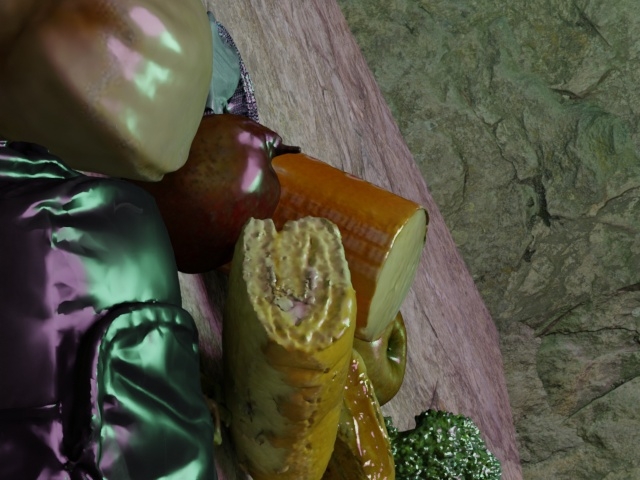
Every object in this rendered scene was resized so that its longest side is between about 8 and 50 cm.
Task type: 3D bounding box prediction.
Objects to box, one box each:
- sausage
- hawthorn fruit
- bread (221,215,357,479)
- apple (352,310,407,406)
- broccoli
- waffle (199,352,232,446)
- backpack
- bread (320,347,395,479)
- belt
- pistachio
[{"bbox_3d":[0.000,0.000,1.949,0.233,0.287,0.233,-54,161,-29],"label":"sausage"},{"bbox_3d":[-0.141,-0.077,1.725,0.208,0.248,0.208,58,2,-4],"label":"hawthorn fruit"},{"bbox_3d":[-0.051,0.167,1.710,0.375,0.165,0.236,99,-15,-51],"label":"bread"},{"bbox_3d":[0.042,0.189,2.228,0.237,0.208,0.236,13,76,-63],"label":"apple"},{"bbox_3d":[0.160,0.411,2.176,0.288,0.260,0.235,40,51,-20],"label":"broccoli"},{"bbox_3d":[-0.198,0.158,1.574,0.317,0.073,0.297,-76,146,-72],"label":"waffle"},{"bbox_3d":[-0.244,0.126,1.118,0.363,0.255,0.445,15,71,-72],"label":"backpack"},{"bbox_3d":[0.003,0.278,1.995,0.132,0.167,0.294,-25,97,-52],"label":"bread"},{"bbox_3d":[-0.181,-0.209,2.035,0.324,0.122,0.260,-86,159,-52],"label":"belt"},{"bbox_3d":[-0.274,-0.232,1.463,0.365,0.281,0.445,57,4,-18],"label":"pistachio"}]
